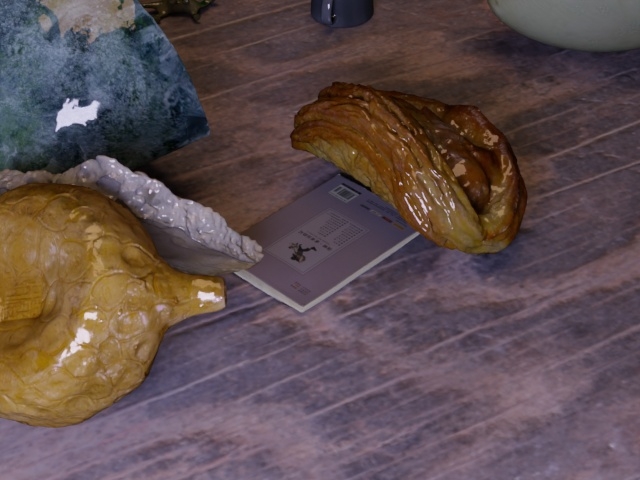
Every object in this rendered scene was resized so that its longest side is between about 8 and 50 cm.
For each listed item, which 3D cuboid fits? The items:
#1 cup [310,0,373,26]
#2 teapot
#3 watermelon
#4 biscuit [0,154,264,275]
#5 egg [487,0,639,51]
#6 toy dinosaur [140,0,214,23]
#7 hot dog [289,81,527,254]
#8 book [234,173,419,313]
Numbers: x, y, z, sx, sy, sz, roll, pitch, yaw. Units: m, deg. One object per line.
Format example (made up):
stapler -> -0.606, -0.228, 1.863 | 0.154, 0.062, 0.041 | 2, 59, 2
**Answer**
cup -> 0.023, -0.306, 1.753 | 0.078, 0.077, 0.100 | 11, 40, 14
teapot -> -0.224, 0.064, 1.238 | 0.311, 0.167, 0.203 | -10, 69, 24
watermelon -> -0.243, -0.157, 1.487 | 0.289, 0.214, 0.320 | 11, 84, 8
biscuit -> -0.181, -0.020, 1.321 | 0.265, 0.188, 0.040 | 14, 68, 9
egg -> 0.332, -0.323, 1.660 | 0.295, 0.218, 0.218 | -18, 41, -6
toy dinosaur -> -0.187, -0.291, 1.786 | 0.119, 0.029, 0.060 | -3, 23, 6
hot dog -> 0.096, -0.087, 1.431 | 0.175, 0.114, 0.259 | 2, 25, -47
book -> 0.000, 0.000, 1.418 | 0.127, 0.014, 0.181 | 31, 48, 33
